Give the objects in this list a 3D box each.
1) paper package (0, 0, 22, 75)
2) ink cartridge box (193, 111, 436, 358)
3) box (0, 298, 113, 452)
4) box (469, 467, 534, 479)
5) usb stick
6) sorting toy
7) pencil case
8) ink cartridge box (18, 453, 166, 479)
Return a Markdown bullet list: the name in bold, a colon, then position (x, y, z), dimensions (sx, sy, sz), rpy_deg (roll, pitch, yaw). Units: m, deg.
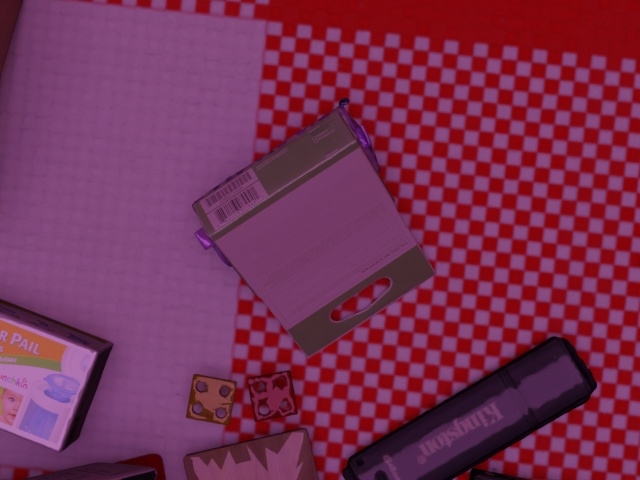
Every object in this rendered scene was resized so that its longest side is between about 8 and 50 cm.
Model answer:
- **paper package**: position (-0.398, -0.223, 1.367), dimensions (0.168, 0.309, 0.325), rpy_deg (10, 64, 1)
- **ink cartridge box**: position (0.000, 0.000, 1.486), dimensions (0.171, 0.235, 0.056), rpy_deg (-34, 49, 1)
- **box**: position (-0.332, 0.123, 1.511), dimensions (0.203, 0.103, 0.114), rpy_deg (21, 91, 0)
- **box**: position (0.224, 0.368, 1.531), dimensions (0.183, 0.056, 0.231), rpy_deg (12, 91, 1)
- **usb stick**: position (0.155, 0.195, 1.535), dimensions (0.278, 0.045, 0.077), rpy_deg (-31, 90, 1)
- **sorting toy**: position (-0.065, 0.263, 1.537), dimensions (0.132, 0.046, 0.274), rpy_deg (-13, 91, 1)
- **pencil case**: position (-0.033, -0.055, 1.514), dimensions (0.206, 0.088, 0.086), rpy_deg (-35, 101, 2)
- **ink cartridge box**: position (-0.224, 0.382, 1.438), dimensions (0.272, 0.130, 0.309), rpy_deg (-10, 92, -35)
